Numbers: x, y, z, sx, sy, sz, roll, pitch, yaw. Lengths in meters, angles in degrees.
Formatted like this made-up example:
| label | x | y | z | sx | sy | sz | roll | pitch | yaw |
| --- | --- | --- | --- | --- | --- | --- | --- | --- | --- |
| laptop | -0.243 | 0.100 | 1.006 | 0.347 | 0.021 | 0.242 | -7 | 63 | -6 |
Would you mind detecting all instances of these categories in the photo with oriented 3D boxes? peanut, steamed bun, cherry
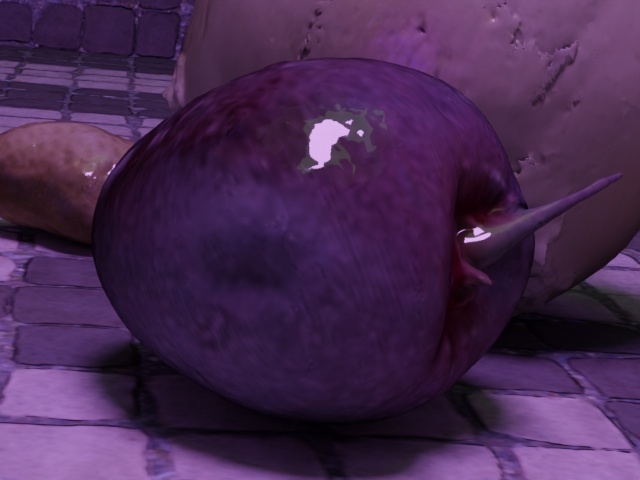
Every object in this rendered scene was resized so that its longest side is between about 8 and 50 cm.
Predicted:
| label | x | y | z | sx | sy | sz | roll | pitch | yaw |
| --- | --- | --- | --- | --- | --- | --- | --- | --- | --- |
| peanut | -0.140 | -0.033 | 1.039 | 0.228 | 0.086 | 0.104 | 10 | 22 | 14 |
| steamed bun | 0.074 | -0.113 | 0.913 | 0.334 | 0.312 | 0.233 | 22 | 24 | 2 |
| cherry | 0.000 | 0.000 | 0.724 | 0.266 | 0.183 | 0.213 | -5 | -4 | 31 |
